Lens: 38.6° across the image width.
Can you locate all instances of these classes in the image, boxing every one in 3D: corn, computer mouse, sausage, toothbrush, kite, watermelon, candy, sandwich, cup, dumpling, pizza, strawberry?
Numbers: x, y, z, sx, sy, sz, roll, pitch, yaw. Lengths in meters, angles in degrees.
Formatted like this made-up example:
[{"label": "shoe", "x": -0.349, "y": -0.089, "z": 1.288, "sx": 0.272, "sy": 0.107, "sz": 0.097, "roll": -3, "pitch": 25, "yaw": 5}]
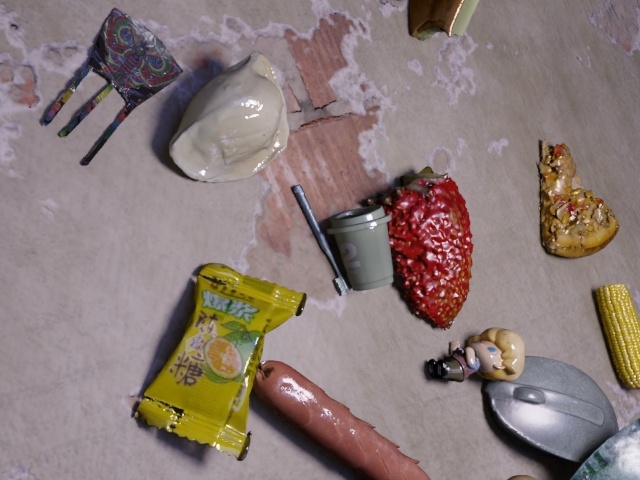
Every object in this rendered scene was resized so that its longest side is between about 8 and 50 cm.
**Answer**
[{"label": "corn", "x": 0.697, "y": 0.219, "z": 2.092, "sx": 0.081, "sy": 0.081, "sz": 0.248, "roll": -9, "pitch": 81, "yaw": -40}, {"label": "computer mouse", "x": 0.498, "y": 0.353, "z": 1.871, "sx": 0.374, "sy": 0.114, "sz": 0.203, "roll": 24, "pitch": 63, "yaw": -30}, {"label": "sausage", "x": 0.050, "y": 0.336, "z": 1.542, "sx": 0.433, "sy": 0.088, "sz": 0.087, "roll": 39, "pitch": 55, "yaw": -22}, {"label": "toothbrush", "x": 0.000, "y": 0.000, "z": 1.657, "sx": 0.019, "sy": 0.016, "sz": 0.219, "roll": -26, "pitch": 94, "yaw": -32}, {"label": "kite", "x": -0.335, "y": -0.247, "z": 1.471, "sx": 0.152, "sy": 0.015, "sz": 0.285, "roll": 42, "pitch": 54, "yaw": -20}, {"label": "watermelon", "x": 0.594, "y": 0.479, "z": 1.821, "sx": 0.214, "sy": 0.320, "sz": 0.289, "roll": -40, "pitch": 136, "yaw": -80}, {"label": "candy", "x": -0.149, "y": 0.177, "z": 1.429, "sx": 0.187, "sy": 0.081, "sz": 0.297, "roll": 22, "pitch": 59, "yaw": -6}, {"label": "sandwich", "x": 0.243, "y": -0.534, "z": 1.957, "sx": 0.063, "sy": 0.245, "sz": 0.212, "roll": 20, "pitch": 99, "yaw": -37}, {"label": "cup", "x": 0.080, "y": 0.015, "z": 1.660, "sx": 0.120, "sy": 0.120, "sz": 0.141, "roll": -22, "pitch": 103, "yaw": -41}, {"label": "dumpling", "x": -0.140, "y": -0.189, "z": 1.544, "sx": 0.252, "sy": 0.131, "sz": 0.179, "roll": -51, "pitch": 131, "yaw": -25}, {"label": "pizza", "x": 0.608, "y": -0.085, "z": 2.129, "sx": 0.251, "sy": 0.074, "sz": 0.287, "roll": 16, "pitch": 68, "yaw": -37}, {"label": "strawberry", "x": 0.239, "y": 0.007, "z": 1.766, "sx": 0.233, "sy": 0.138, "sz": 0.306, "roll": -31, "pitch": 94, "yaw": -42}]

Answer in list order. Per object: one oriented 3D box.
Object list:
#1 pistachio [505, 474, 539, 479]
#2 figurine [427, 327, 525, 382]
[{"label": "pistachio", "x": 0.412, "y": 0.544, "z": 1.729, "sx": 0.136, "sy": 0.136, "sz": 0.226, "roll": -39, "pitch": 101, "yaw": -39}, {"label": "figurine", "x": 0.301, "y": 0.226, "z": 1.767, "sx": 0.196, "sy": 0.114, "sz": 0.108, "roll": -4, "pitch": 80, "yaw": -22}]
